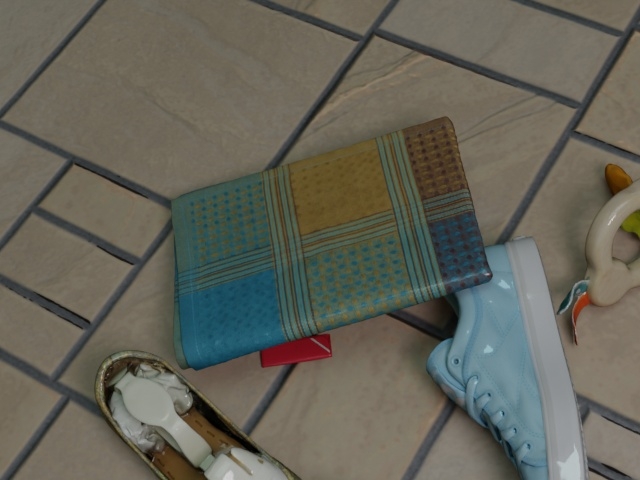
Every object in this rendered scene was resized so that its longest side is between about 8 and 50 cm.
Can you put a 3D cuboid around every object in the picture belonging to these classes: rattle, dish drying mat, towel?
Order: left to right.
[{"bbox_3d":[-0.029,0.130,1.290,0.083,0.008,0.032,-8,59,3],"label":"dish drying mat"},{"bbox_3d":[0.000,0.000,1.289,0.370,0.040,0.271,-16,47,10],"label":"towel"},{"bbox_3d":[0.316,0.008,1.280,0.143,0.130,0.200,41,98,39],"label":"rattle"}]

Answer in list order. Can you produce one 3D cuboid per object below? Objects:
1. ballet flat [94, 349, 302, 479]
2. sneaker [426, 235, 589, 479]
[{"bbox_3d":[-0.123,0.237,1.176,0.348,0.123,0.123,37,70,26],"label":"ballet flat"},{"bbox_3d":[0.195,0.166,1.174,0.150,0.135,0.366,-13,48,10],"label":"sneaker"}]
